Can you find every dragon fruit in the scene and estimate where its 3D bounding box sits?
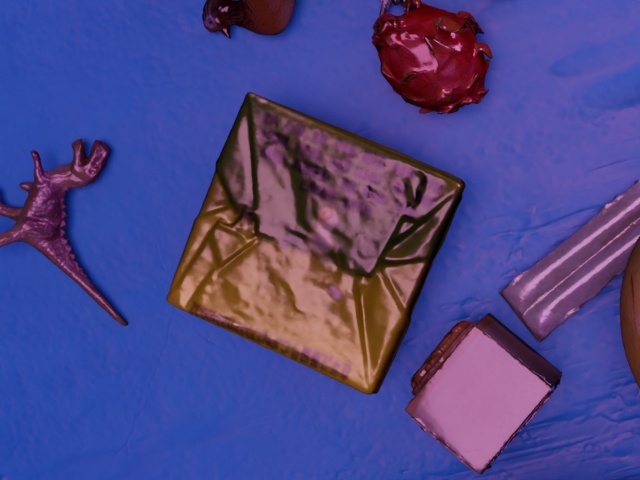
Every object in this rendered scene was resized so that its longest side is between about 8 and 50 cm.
[{"bbox_3d":[0.132,-0.228,1.579,0.166,0.133,0.136,26,108,-25],"label":"dragon fruit"}]

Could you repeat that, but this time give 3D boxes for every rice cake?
[{"bbox_3d":[0.330,0.025,1.597,0.226,0.040,0.085,-41,84,13],"label":"rice cake"}]

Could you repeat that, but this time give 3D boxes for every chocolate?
[{"bbox_3d":[0.000,0.000,1.625,0.301,0.137,0.289,24,99,12],"label":"chocolate"}]

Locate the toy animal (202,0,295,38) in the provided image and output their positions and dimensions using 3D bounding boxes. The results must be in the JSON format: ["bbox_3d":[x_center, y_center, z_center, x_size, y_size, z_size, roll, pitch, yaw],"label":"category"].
[{"bbox_3d":[-0.087,-0.354,1.650,0.179,0.089,0.188,-12,96,26],"label":"toy animal"}]

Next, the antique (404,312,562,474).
[{"bbox_3d":[0.197,0.181,1.584,0.148,0.152,0.147,41,101,9],"label":"antique"}]

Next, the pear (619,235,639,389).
[{"bbox_3d":[0.499,0.088,1.415,0.348,0.348,0.348,1,94,13],"label":"pear"}]

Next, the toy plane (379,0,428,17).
[{"bbox_3d":[0.099,-0.317,1.632,0.078,0.031,0.083,-37,88,-2],"label":"toy plane"}]

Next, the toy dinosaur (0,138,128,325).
[{"bbox_3d":[-0.364,-0.011,1.745,0.199,0.072,0.251,0,84,3],"label":"toy dinosaur"}]
